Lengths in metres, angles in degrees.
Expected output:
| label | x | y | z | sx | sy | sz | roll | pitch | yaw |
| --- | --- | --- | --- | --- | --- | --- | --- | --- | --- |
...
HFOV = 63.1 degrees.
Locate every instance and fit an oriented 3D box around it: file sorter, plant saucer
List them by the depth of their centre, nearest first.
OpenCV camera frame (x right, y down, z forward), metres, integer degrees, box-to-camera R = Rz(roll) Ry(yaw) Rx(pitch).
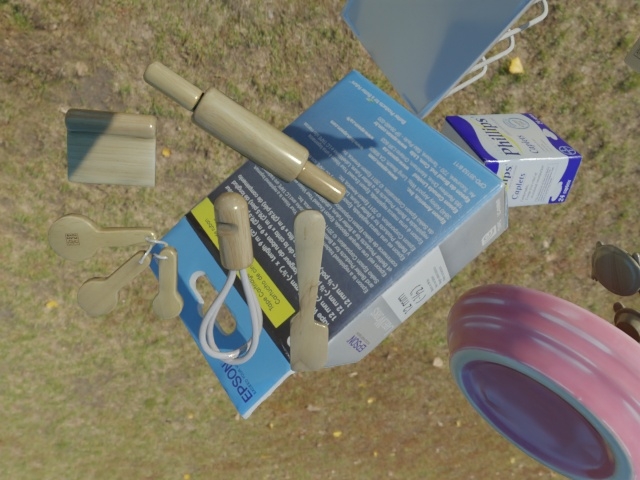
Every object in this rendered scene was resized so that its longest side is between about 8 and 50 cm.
| label | x | y | z | sx | sy | sz | roll | pitch | yaw |
| --- | --- | --- | --- | --- | --- | --- | --- | --- | --- |
| file sorter | 0.188 | -0.327 | 0.648 | 0.173 | 0.193 | 0.277 | -32 | 175 | -26 |
| plant saucer | 0.297 | 0.204 | 0.684 | 0.084 | 0.332 | 0.332 | -44 | 144 | -22 |

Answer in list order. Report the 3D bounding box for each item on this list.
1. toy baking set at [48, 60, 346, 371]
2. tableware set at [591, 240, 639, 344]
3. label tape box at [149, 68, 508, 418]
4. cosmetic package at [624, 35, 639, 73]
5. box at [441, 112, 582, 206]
| label | x | y | z | sx | sy | sz | roll | pitch | yaw |
| --- | --- | --- | --- | --- | --- | --- | --- | --- | --- |
| toy baking set | -0.079 | -0.003 | 0.399 | 0.256 | 0.030 | 0.197 | 27 | 107 | -15 |
| tableware set | 0.372 | 0.074 | 0.571 | 0.020 | 0.168 | 0.141 | -23 | 107 | -18 |
| label tape box | 0.000 | 0.000 | 0.610 | 0.347 | 0.249 | 0.115 | -42 | 149 | 0 |
| cosmetic package | 0.555 | -0.238 | 0.678 | 0.113 | 0.309 | 0.160 | 17 | 126 | -10 |
| box | 0.245 | -0.110 | 0.696 | 0.137 | 0.126 | 0.072 | -6 | 130 | -12 |
